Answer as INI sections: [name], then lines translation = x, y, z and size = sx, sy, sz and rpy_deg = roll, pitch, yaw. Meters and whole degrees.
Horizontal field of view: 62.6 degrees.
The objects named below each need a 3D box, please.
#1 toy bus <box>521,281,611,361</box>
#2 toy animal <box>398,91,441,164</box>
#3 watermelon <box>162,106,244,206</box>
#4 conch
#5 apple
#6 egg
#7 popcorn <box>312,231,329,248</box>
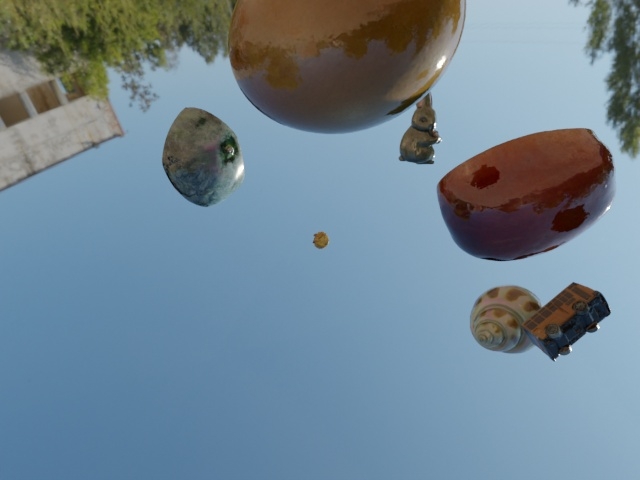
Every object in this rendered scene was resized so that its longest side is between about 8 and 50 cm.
[toy bus]
translation = 0.647, 0.208, 1.391
size = 0.201, 0.098, 0.114
rpy_deg = -40, -153, 0
[toy animal]
translation = 0.339, -0.380, 1.758
size = 0.127, 0.251, 0.125
rpy_deg = -26, -141, -38
[watermelon]
translation = -0.344, -0.234, 1.615
size = 0.175, 0.322, 0.188
rpy_deg = -10, -142, 28
[conch]
translation = 0.594, 0.267, 1.679
size = 0.368, 0.249, 0.197
rpy_deg = -8, -161, -24
[apple]
translation = 0.447, -0.100, 1.161
size = 0.364, 0.295, 0.329
rpy_deg = -20, -165, 10
[egg]
translation = 0.030, -0.295, 0.746
size = 0.351, 0.283, 0.283
rpy_deg = -18, -153, 27
[popcorn]
translation = 0.000, 0.000, 2.446
size = 0.083, 0.082, 0.057
rpy_deg = -12, -169, -22
